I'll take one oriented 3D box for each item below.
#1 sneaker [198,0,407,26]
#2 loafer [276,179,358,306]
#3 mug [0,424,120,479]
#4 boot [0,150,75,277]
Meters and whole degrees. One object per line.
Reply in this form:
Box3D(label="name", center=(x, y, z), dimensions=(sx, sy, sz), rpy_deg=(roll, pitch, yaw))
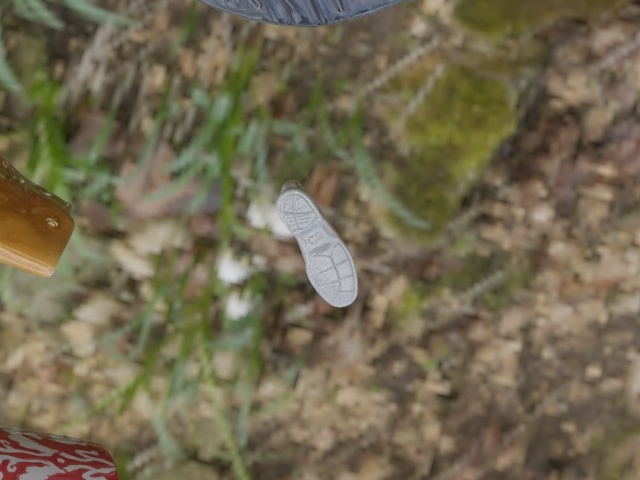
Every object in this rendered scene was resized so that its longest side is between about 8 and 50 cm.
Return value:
Box3D(label="sneaker", center=(0.030, -0.181, 0.986), dimensions=(0.227, 0.130, 0.087), rpy_deg=(-11, 126, 16))
Box3D(label="loafer", center=(0.000, 0.000, 1.740), dimensions=(0.045, 0.039, 0.125), rpy_deg=(-23, 113, 12))
Box3D(label="mug", center=(-0.221, 0.146, 1.185), dimensions=(0.169, 0.113, 0.150), rpy_deg=(11, -145, -35))
Box3D(label="boot", center=(-0.352, -0.021, 1.879), dimensions=(0.211, 0.104, 0.295), rpy_deg=(31, -155, -5))
